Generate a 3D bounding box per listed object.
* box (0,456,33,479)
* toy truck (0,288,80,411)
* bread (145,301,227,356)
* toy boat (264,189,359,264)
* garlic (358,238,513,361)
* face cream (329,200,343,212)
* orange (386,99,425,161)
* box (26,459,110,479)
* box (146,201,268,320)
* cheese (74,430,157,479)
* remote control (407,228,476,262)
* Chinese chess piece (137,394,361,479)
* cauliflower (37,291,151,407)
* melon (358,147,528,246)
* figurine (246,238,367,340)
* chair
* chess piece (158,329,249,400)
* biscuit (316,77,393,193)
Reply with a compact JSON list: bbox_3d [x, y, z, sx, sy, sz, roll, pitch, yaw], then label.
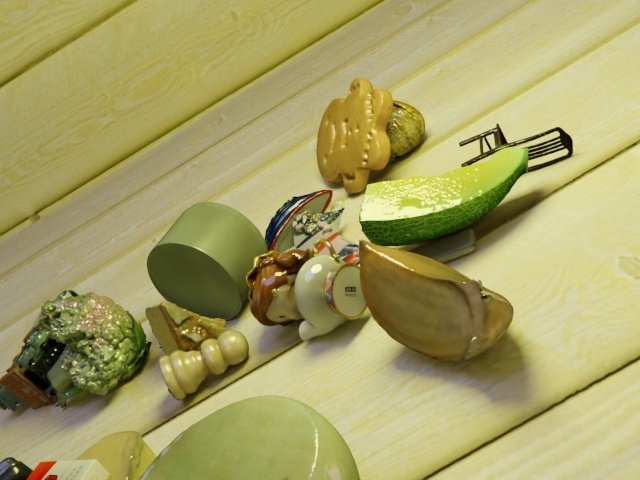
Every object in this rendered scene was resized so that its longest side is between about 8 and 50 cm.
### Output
[{"bbox_3d":[-0.549,0.467,1.420,0.050,0.230,0.160,39,68,20],"label":"box"},{"bbox_3d":[-0.672,0.261,2.024,0.184,0.133,0.338,-30,25,29],"label":"toy truck"},{"bbox_3d":[-0.286,0.175,1.708,0.127,0.152,0.147,-44,18,-27],"label":"bread"},{"bbox_3d":[-0.025,0.010,1.808,0.219,0.072,0.318,-35,40,9],"label":"toy boat"},{"bbox_3d":[0.182,0.102,1.228,0.151,0.196,0.338,-53,30,-6],"label":"garlic"},{"bbox_3d":[0.025,-0.050,1.890,0.038,0.020,0.115,-19,31,35],"label":"face cream"},{"bbox_3d":[0.173,-0.268,1.986,0.156,0.134,0.156,-37,17,13],"label":"orange"},{"bbox_3d":[-0.423,0.404,1.316,0.152,0.048,0.100,-15,27,37],"label":"box"},{"bbox_3d":[-0.241,0.047,1.783,0.226,0.226,0.149,-13,31,37],"label":"box"},{"bbox_3d":[-0.432,0.505,1.317,0.384,0.104,0.384,-27,25,14],"label":"cheese"},{"bbox_3d":[0.170,0.045,1.542,0.261,0.029,0.067,-22,25,18],"label":"remote control"},{"bbox_3d":[-0.109,0.376,1.119,0.349,0.146,0.349,-26,26,14],"label":"Chinese chess piece"},{"bbox_3d":[-0.518,0.256,1.808,0.315,0.239,0.256,-47,49,10],"label":"cauliflower"},{"bbox_3d":[0.238,-0.076,1.516,0.323,0.124,0.196,-16,-11,12],"label":"melon"},{"bbox_3d":[-0.034,0.093,1.545,0.263,0.142,0.190,-3,80,46],"label":"figurine"},{"bbox_3d":[0.390,-0.184,1.631,0.212,0.084,0.101,-23,30,22],"label":"chair"},{"bbox_3d":[-0.218,0.235,1.594,0.170,0.094,0.094,-24,25,0],"label":"chess piece"},{"bbox_3d":[0.069,-0.250,1.971,0.052,0.275,0.355,5,1,-25],"label":"biscuit"}]
